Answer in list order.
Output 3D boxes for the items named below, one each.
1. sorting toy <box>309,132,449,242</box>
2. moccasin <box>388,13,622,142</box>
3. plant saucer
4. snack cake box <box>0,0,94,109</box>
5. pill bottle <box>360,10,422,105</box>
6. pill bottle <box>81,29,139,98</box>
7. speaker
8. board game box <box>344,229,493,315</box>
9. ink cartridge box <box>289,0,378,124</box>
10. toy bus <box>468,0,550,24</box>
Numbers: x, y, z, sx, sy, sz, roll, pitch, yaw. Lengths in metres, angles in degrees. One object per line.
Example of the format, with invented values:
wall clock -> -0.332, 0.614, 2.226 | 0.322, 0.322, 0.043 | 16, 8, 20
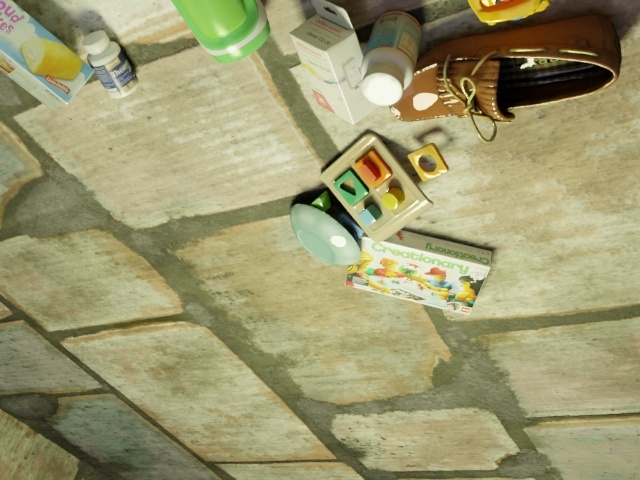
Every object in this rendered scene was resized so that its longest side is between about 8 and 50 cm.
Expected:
sorting toy -> 0.105, -0.097, 1.519 | 0.196, 0.047, 0.348 | 48, 135, -4
moccasin -> 0.288, -0.253, 1.226 | 0.380, 0.147, 0.139 | -3, 138, 23
plant saucer -> 0.000, 0.000, 1.666 | 0.195, 0.037, 0.195 | 32, 157, 15
snack cake box -> -0.570, -0.366, 1.404 | 0.264, 0.089, 0.152 | 40, 165, -27
pill bottle -> 0.114, -0.296, 1.228 | 0.087, 0.160, 0.087 | 10, 141, 9
pill bottle -> -0.403, -0.337, 1.439 | 0.067, 0.067, 0.120 | -2, 138, 22
speaker -> -0.197, -0.434, 1.202 | 0.131, 0.131, 0.296 | -9, 135, 28
board game box -> 0.217, 0.064, 1.713 | 0.305, 0.053, 0.193 | 13, 141, 5
ink cartridge box -> 0.019, -0.307, 1.280 | 0.115, 0.067, 0.198 | 38, 161, 44
toy bus -> 0.255, -0.378, 1.039 | 0.150, 0.211, 0.220 | -10, 136, 27
